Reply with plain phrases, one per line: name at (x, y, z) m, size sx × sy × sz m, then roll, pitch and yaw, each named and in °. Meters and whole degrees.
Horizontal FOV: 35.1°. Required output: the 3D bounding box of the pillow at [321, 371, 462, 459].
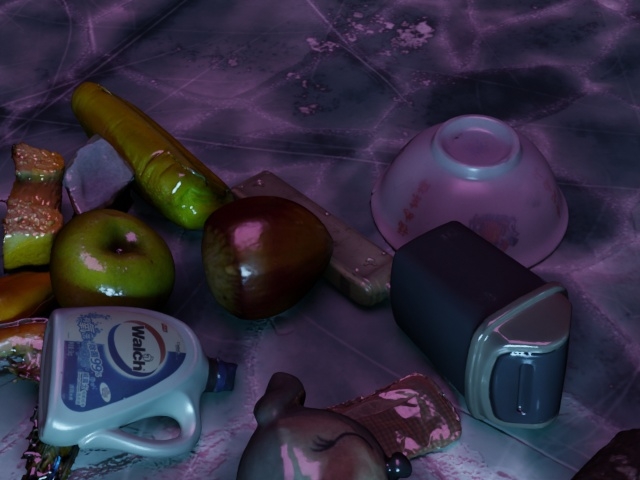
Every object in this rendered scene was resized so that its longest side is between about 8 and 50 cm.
pillow at (0.092, 0.265, 1.435) m, size 0.211 × 0.034 × 0.135 m, roll -21°, pitch 48°, yaw -20°

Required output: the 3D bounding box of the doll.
doll at (-0.066, 0.352, 1.209) m, size 0.378 × 0.252 × 0.382 m, roll -12°, pitch 41°, yaw -11°

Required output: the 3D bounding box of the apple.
apple at (-0.322, 0.051, 1.553) m, size 0.196 × 0.157 × 0.196 m, roll 13°, pitch 46°, yaw -13°

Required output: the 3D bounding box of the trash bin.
trash bin at (0.237, 0.120, 1.459) m, size 0.182 × 0.209 × 0.290 m, roll -27°, pitch 45°, yaw -21°

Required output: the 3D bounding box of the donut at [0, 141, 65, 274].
donut at (-0.478, -0.033, 1.668) m, size 0.101 × 0.152 × 0.259 m, roll 4°, pitch 39°, yaw -17°

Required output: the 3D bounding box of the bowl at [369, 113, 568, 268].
bowl at (0.259, -0.110, 1.717) m, size 0.345 × 0.157 × 0.346 m, roll 0°, pitch 46°, yaw 0°

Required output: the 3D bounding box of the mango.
mango at (-0.478, 0.100, 1.578) m, size 0.105 × 0.084 × 0.159 m, roll 19°, pitch 30°, yaw 40°

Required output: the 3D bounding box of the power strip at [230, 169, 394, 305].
power strip at (0.000, 0.000, 1.681) m, size 0.092 × 0.066 × 0.387 m, roll -32°, pitch 51°, yaw -29°

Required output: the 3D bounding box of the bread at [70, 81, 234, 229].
bread at (-0.307, -0.145, 1.772) m, size 0.383 × 0.166 × 0.112 m, roll 41°, pitch 96°, yaw 33°

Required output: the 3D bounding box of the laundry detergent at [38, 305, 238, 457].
laundry detergent at (-0.250, 0.202, 1.433) m, size 0.280 × 0.105 × 0.215 m, roll 11°, pitch 56°, yaw -24°

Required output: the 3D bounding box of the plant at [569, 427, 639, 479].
plant at (0.350, 0.386, 1.186) m, size 0.213 × 0.215 × 0.312 m, roll 36°, pitch 59°, yaw 27°

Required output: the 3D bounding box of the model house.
model house at (-0.377, -0.062, 1.680) m, size 0.106 × 0.152 × 0.165 m, roll 28°, pitch 50°, yaw 8°

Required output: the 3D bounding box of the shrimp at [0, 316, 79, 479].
shrimp at (-0.429, 0.226, 1.439) m, size 0.222 × 0.054 × 0.290 m, roll 11°, pitch 50°, yaw -12°

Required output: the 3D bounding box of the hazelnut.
hazelnut at (-0.081, 0.023, 1.572) m, size 0.208 × 0.208 × 0.208 m, roll -1°, pitch 45°, yaw 1°
